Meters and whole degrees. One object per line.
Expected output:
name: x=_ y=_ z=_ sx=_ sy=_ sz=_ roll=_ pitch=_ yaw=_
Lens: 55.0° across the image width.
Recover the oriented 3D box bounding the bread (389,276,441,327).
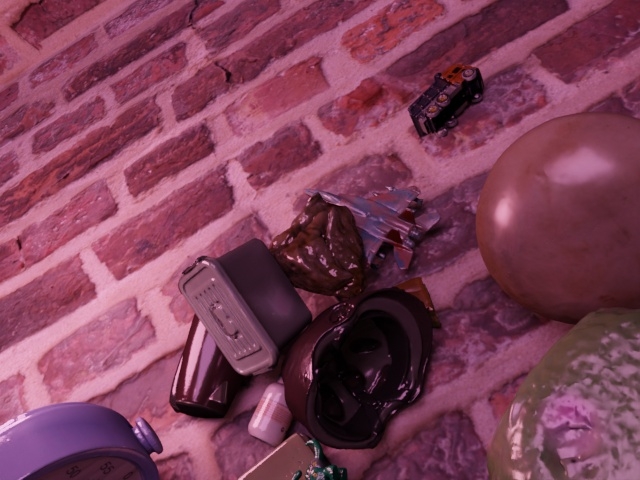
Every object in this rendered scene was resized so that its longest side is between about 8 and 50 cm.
bread: x=0.151 y=0.142 z=1.193 sx=0.139 sy=0.074 sz=0.084 roll=-22 pitch=49 yaw=9

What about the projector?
projector: x=-0.030 y=0.487 z=1.035 sx=0.193 sy=0.088 sz=0.269 roll=-37 pitch=51 yaw=-2

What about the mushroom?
mushroom: x=0.450 y=-0.039 z=1.042 sx=0.362 sy=0.363 sz=0.294 roll=-6 pitch=16 yaw=21

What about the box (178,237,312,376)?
box: x=-0.137 y=0.119 z=1.165 sx=0.135 sy=0.243 sz=0.163 roll=-36 pitch=0 yaw=-40

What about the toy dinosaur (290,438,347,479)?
toy dinosaur: x=-0.010 y=0.394 z=1.005 sx=0.096 sy=0.059 sz=0.133 roll=-11 pitch=60 yaw=23

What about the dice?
dice: x=0.426 y=0.300 z=0.801 sx=0.330 sy=0.322 sz=0.318 roll=31 pitch=75 yaw=35

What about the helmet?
helmet: x=0.053 y=0.219 z=1.113 sx=0.305 sy=0.225 sz=0.177 roll=-47 pitch=22 yaw=-23

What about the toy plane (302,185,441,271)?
toy plane: x=0.089 y=-0.052 z=1.337 sx=0.326 sy=0.104 sz=0.223 roll=22 pitch=69 yaw=39

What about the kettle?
kettle: x=-0.233 y=0.245 z=1.268 sx=0.202 sy=0.144 sz=0.232 roll=-8 pitch=56 yaw=41

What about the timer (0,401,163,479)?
timer: x=-0.450 y=0.460 z=1.076 sx=0.395 sy=0.395 sz=0.173 roll=-45 pitch=51 yaw=-9

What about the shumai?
shumai: x=-0.004 y=0.000 z=1.204 sx=0.218 sy=0.183 sz=0.186 roll=-155 pitch=70 yaw=-71

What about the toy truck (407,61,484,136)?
toy truck: x=0.291 y=-0.329 z=1.440 sx=0.192 sy=0.083 sz=0.092 roll=-45 pitch=46 yaw=-7

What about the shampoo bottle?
shampoo bottle: x=-0.072 y=0.298 z=1.192 sx=0.074 sy=0.074 sz=0.192 roll=11 pitch=63 yaw=30
